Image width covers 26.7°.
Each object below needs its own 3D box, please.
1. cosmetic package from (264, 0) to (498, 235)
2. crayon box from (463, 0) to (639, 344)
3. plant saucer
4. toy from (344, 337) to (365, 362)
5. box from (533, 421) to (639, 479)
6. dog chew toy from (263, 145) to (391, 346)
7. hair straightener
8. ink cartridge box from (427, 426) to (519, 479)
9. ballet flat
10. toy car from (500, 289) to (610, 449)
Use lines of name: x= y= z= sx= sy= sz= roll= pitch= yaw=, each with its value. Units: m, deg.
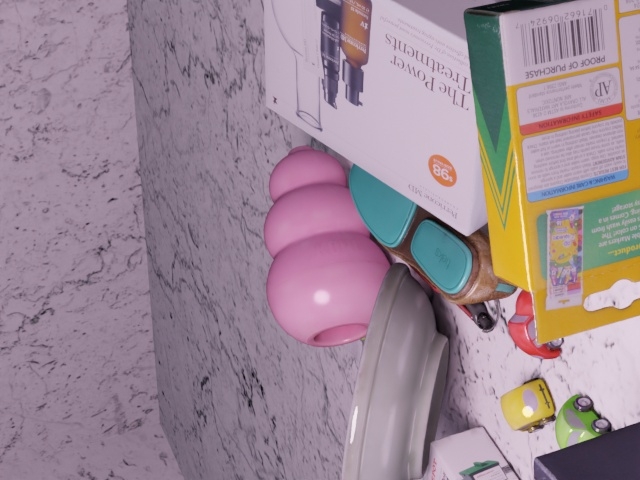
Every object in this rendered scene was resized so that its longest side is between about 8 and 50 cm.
cosmetic package: x=0.085 y=-0.217 z=1.709 sx=0.377 sy=0.097 sz=0.284 roll=35 pitch=145 yaw=31
crayon box: x=0.262 y=-0.082 z=1.316 sx=0.083 sy=0.203 sz=0.322 roll=-149 pitch=48 yaw=-66
plant saucer: x=0.120 y=0.234 z=1.972 sx=0.400 sy=0.101 sz=0.400 roll=9 pitch=-90 yaw=-79
toy: x=0.028 y=0.095 z=2.390 sx=0.237 sy=0.056 sz=0.136 roll=47 pitch=143 yaw=47
box: x=0.367 y=0.390 z=1.388 sx=0.296 sy=0.183 sz=0.294 roll=-134 pitch=33 yaw=-54
dog chew toy: x=0.000 y=0.000 z=2.197 sx=0.206 sy=0.207 sz=0.331 roll=117 pitch=144 yaw=-64
hair straightener: x=0.185 y=0.050 z=1.897 sx=0.230 sy=0.047 sz=0.089 roll=-125 pitch=27 yaw=-49
ink cartridge box: x=0.236 y=0.401 z=1.933 sx=0.219 sy=0.093 sz=0.160 roll=-125 pitch=28 yaw=-47
ballet flat: x=0.159 y=-0.014 z=1.817 sx=0.342 sy=0.124 sz=0.116 roll=44 pitch=114 yaw=52
toy car: x=0.290 y=0.200 z=1.685 sx=0.225 sy=0.053 sz=0.239 roll=-125 pitch=27 yaw=-49
